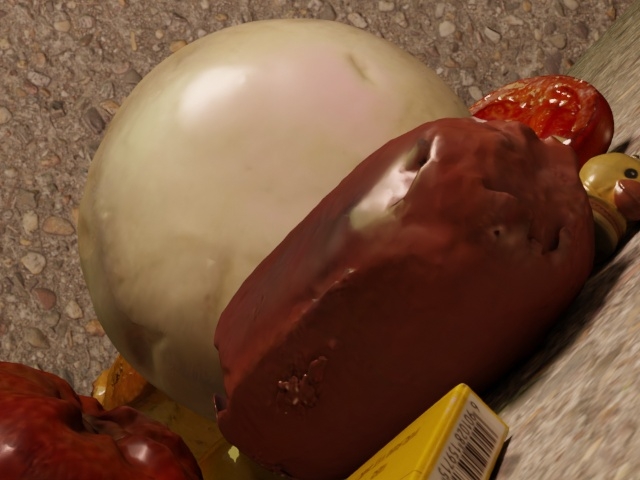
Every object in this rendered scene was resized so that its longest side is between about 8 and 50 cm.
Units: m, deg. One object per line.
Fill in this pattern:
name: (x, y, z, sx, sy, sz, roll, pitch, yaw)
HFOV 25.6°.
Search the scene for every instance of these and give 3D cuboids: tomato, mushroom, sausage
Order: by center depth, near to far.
sausage: (0.042, 0.038, 0.833, 0.280, 0.152, 0.152, -44, 1, 33)
mushroom: (0.004, 0.000, 1.067, 0.315, 0.356, 0.315, -44, 32, 38)
tomato: (0.185, -0.067, 1.206, 0.159, 0.091, 0.139, -3, 45, 48)

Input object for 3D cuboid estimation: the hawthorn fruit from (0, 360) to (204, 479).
hawthorn fruit: (-0.200, 0.213, 0.856, 0.299, 0.275, 0.275, -57, 5, -24)

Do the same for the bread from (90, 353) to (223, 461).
bread: (-0.051, 0.083, 1.433, 0.398, 0.215, 0.398, -46, 2, 2)

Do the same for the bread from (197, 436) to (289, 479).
bread: (-0.105, 0.239, 1.202, 0.239, 0.074, 0.092, -46, 5, 33)

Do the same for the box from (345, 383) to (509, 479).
box: (-0.006, 0.166, 0.592, 0.152, 0.043, 0.269, -45, 0, 24)

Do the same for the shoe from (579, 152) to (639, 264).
shoe: (0.152, -0.021, 0.874, 0.069, 0.072, 0.109, -53, 5, -38)
